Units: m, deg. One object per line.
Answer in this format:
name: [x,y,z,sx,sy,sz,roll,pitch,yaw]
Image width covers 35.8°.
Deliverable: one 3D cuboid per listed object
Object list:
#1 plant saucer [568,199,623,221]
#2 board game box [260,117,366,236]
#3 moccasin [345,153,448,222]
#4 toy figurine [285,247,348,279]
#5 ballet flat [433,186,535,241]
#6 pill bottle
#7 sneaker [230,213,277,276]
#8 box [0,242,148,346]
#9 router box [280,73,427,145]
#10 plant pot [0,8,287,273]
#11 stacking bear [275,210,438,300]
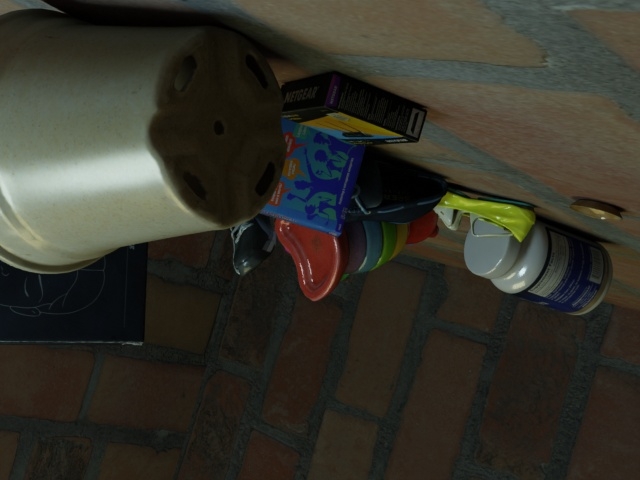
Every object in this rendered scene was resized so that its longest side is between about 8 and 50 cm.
plant saucer: [0.424,-0.048,1.519,0.083,0.015,0.083,16,177,1]
board game box: [-0.049,-0.112,1.514,0.210,0.160,0.047,16,171,-6]
moccasin: [0.062,-0.102,1.638,0.342,0.138,0.117,-3,163,-36]
toy figurine: [0.000,0.000,2.005,0.173,0.130,0.159,-9,-157,-35]
ballet flat: [0.265,-0.049,1.758,0.231,0.077,0.077,15,178,22]
pill bottle: [0.412,0.039,1.881,0.264,0.153,0.153,19,176,-29]
sneaker: [-0.136,-0.042,1.558,0.132,0.086,0.229,45,-161,-19]
box: [-0.611,-0.032,1.976,0.471,0.480,0.297,6,174,-39]
router box: [0.033,-0.162,1.252,0.133,0.046,0.179,18,177,-22]
plant pot: [-0.222,-0.124,1.168,0.305,0.334,0.333,1,168,37]
stacking bear: [0.093,-0.024,1.808,0.289,0.175,0.164,-17,166,-36]
